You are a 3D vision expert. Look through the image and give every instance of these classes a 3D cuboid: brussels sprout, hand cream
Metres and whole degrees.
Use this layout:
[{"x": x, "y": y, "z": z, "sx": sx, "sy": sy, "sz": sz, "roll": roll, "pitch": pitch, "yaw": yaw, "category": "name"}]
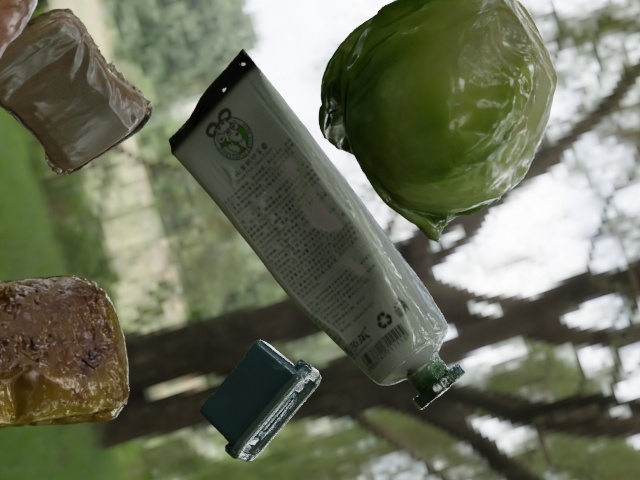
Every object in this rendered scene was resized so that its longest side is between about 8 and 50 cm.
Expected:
[{"x": 0.134, "y": -0.155, "z": 2.010, "sx": 0.227, "sy": 0.294, "sz": 0.259, "roll": 28, "pitch": 37, "yaw": -40, "category": "brussels sprout"}, {"x": 0.000, "y": 0.000, "z": 1.539, "sx": 0.336, "sy": 0.121, "sz": 0.076, "roll": 51, "pitch": 26, "yaw": 8, "category": "hand cream"}]

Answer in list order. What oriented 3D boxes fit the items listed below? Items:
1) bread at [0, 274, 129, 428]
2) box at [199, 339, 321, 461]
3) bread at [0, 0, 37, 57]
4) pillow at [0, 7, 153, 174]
[{"x": -0.283, "y": 0.097, "z": 1.425, "sx": 0.077, "sy": 0.271, "sz": 0.139, "roll": -51, "pitch": -131, "yaw": 45, "category": "bread"}, {"x": -0.053, "y": 0.131, "z": 1.489, "sx": 0.054, "sy": 0.099, "sz": 0.074, "roll": 40, "pitch": -2, "yaw": 16, "category": "box"}, {"x": -0.313, "y": -0.232, "z": 1.347, "sx": 0.190, "sy": 0.123, "sz": 0.244, "roll": 29, "pitch": 22, "yaw": -49, "category": "bread"}, {"x": -0.276, "y": -0.159, "z": 1.929, "sx": 0.211, "sy": 0.135, "sz": 0.034, "roll": 54, "pitch": 6, "yaw": -48, "category": "pillow"}]
